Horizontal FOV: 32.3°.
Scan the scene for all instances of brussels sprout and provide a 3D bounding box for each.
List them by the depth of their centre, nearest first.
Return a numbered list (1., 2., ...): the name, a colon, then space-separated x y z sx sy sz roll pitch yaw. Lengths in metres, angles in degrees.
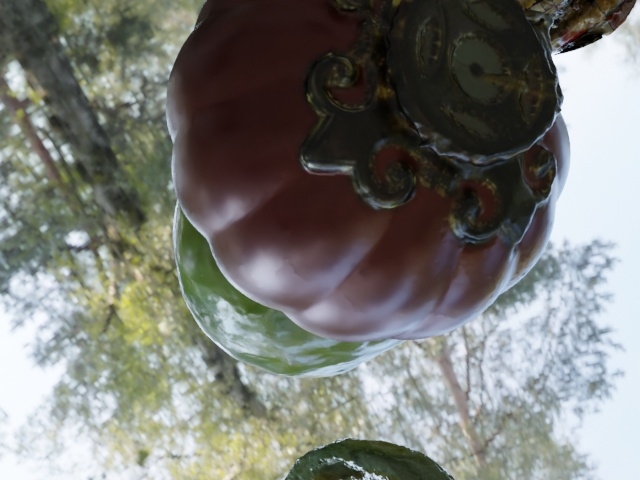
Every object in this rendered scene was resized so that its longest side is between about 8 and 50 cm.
1. brussels sprout: 0.000 0.000 1.236 0.344 0.344 0.268 -42 -160 -18

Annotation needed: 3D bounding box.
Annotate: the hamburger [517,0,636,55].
1. hamburger: 0.145 -0.235 0.867 0.231 0.106 0.231 -16 -116 35

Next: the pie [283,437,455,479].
1. pie: 0.071 0.365 1.307 0.302 0.303 0.067 6 -158 31

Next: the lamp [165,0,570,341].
1. lamp: 0.025 -0.055 0.598 0.226 0.227 0.227 -14 -138 13
